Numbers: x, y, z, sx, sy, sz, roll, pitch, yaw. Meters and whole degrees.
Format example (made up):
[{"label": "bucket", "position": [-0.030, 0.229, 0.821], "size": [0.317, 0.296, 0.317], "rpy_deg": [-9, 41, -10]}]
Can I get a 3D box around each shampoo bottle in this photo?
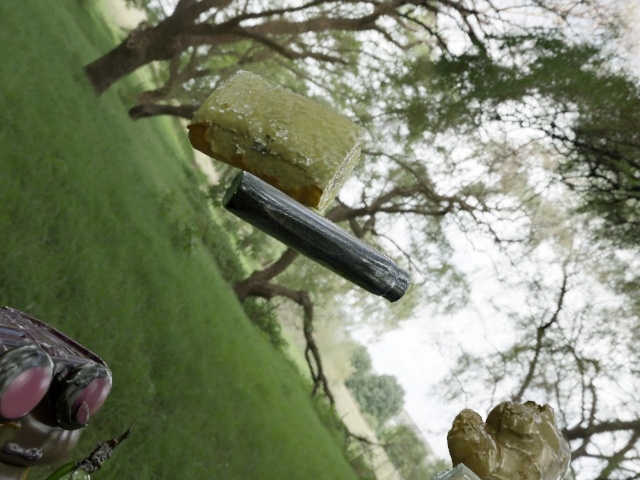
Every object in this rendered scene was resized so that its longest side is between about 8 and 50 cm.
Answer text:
[{"label": "shampoo bottle", "position": [0.000, 0.000, 0.666], "size": [0.234, 0.049, 0.087], "rpy_deg": [31, 2, -17]}]

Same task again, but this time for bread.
[{"label": "bread", "position": [-0.106, -0.237, 1.379], "size": [0.375, 0.236, 0.165], "rpy_deg": [30, -28, 13]}]

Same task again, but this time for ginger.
[{"label": "ginger", "position": [0.287, 0.419, 0.976], "size": [0.166, 0.375, 0.236], "rpy_deg": [6, -60, 39]}]

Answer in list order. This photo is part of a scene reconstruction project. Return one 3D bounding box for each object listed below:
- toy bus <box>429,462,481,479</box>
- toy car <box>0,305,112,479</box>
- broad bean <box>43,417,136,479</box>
[{"label": "toy bus", "position": [0.094, 0.436, 0.726], "size": [0.138, 0.342, 0.097], "rpy_deg": [38, -24, 32]}, {"label": "toy car", "position": [-0.412, 0.178, 0.637], "size": [0.271, 0.240, 0.340], "rpy_deg": [24, -11, 21]}, {"label": "broad bean", "position": [-0.288, 0.259, 0.509], "size": [0.056, 0.098, 0.318], "rpy_deg": [36, 22, 7]}]
